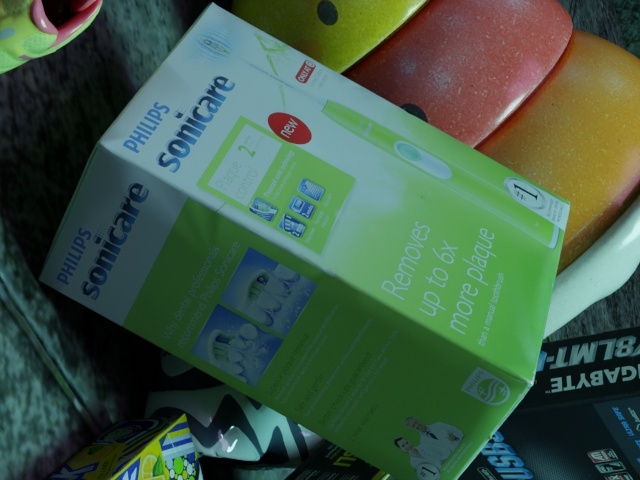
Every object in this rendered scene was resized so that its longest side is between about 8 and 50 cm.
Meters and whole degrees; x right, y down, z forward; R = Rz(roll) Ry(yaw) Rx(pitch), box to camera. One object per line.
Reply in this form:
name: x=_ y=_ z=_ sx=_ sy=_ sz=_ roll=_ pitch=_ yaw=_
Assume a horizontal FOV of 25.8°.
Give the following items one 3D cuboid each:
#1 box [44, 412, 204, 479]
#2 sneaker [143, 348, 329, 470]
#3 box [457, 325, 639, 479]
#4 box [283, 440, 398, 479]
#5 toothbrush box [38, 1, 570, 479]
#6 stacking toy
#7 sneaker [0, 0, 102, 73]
box: x=-0.127 y=0.159 z=0.802 sx=0.169 sy=0.054 sz=0.059 roll=-39 pitch=116 yaw=-65
sneaker: x=-0.038 y=0.085 z=0.991 sx=0.235 sy=0.094 sz=0.153 roll=19 pitch=71 yaw=-53
box: x=0.207 y=0.186 z=1.263 sx=0.295 sy=0.293 sz=0.073 roll=50 pitch=35 yaw=-50
box: x=-0.001 y=0.298 z=0.887 sx=0.322 sy=0.079 sz=0.257 roll=-35 pitch=118 yaw=-48
toothbrush box: x=0.000 y=0.000 z=0.890 sx=0.283 sy=0.122 sz=0.206 roll=29 pitch=36 yaw=-1
stacking toy: x=0.040 y=-0.153 z=1.119 sx=0.480 sy=0.351 sz=0.350 roll=47 pitch=32 yaw=-13
sneaker: x=-0.157 y=-0.155 z=0.823 sx=0.081 sy=0.094 sz=0.208 roll=63 pitch=26 yaw=-30
